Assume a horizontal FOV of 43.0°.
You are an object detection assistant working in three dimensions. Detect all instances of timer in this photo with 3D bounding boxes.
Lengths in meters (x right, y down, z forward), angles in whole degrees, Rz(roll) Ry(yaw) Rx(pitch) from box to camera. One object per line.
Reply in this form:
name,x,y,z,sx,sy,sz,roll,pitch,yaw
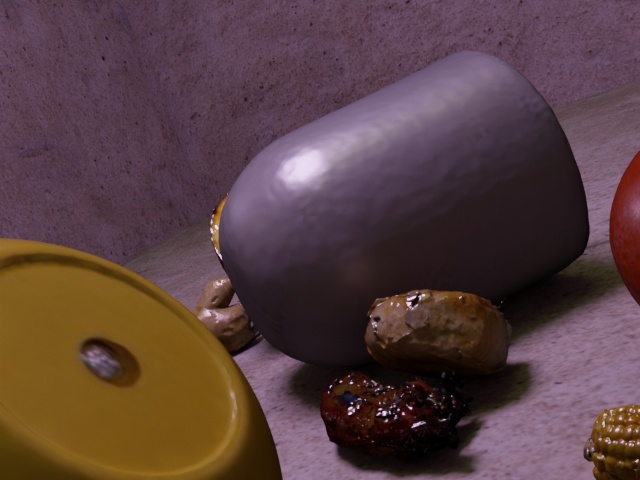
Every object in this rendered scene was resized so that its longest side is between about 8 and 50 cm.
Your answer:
timer,-0.211,0.200,0.467,0.387,0.376,0.376,-56,-2,20

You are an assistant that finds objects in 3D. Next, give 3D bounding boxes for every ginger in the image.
ginger,-0.245,0.172,1.280,0.299,0.118,0.065,-30,-10,-3

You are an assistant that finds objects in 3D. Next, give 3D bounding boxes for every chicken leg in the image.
chicken leg,0.061,0.161,0.769,0.105,0.063,0.234,-21,7,-34

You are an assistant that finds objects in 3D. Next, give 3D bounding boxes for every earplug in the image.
earplug,0.079,-0.017,1.002,0.394,0.312,0.313,-28,11,-15

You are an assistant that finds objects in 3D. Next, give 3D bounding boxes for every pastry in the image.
pastry,0.117,0.097,0.817,0.153,0.081,0.153,1,-13,0

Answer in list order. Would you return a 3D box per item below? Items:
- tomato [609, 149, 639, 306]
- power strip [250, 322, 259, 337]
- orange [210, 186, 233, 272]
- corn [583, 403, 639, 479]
tomato,0.346,-0.014,0.669,0.208,0.208,0.184,-23,28,-5
power strip,-0.163,0.166,1.349,0.136,0.019,0.051,-18,12,20
orange,-0.002,-0.001,1.241,0.310,0.274,0.274,13,-10,-30
corn,0.251,0.134,0.490,0.068,0.068,0.207,-29,11,-36
